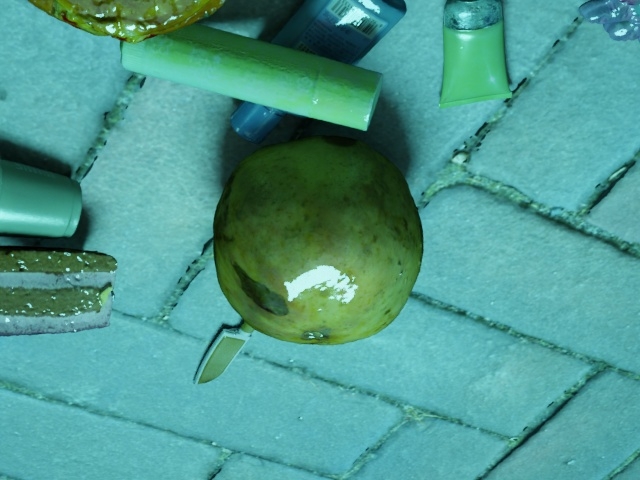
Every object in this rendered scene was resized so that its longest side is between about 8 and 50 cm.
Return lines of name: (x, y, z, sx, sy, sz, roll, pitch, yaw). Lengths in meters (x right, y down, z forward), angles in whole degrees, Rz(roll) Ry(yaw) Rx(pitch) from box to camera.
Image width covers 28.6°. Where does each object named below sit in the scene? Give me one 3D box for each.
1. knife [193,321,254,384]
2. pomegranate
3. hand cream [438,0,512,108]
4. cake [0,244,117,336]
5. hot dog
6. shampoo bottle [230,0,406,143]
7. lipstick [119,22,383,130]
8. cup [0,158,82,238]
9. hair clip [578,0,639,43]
knife: (-0.127, 0.141, 1.856, 0.046, 0.022, 0.256, 12, 135, -28)
pomegranate: (0.000, 0.000, 1.582, 0.281, 0.281, 0.281, -4, 134, -4)
hand cream: (0.187, -0.233, 1.531, 0.095, 0.046, 0.175, -10, 141, 0)
cake: (-0.369, 0.063, 1.576, 0.112, 0.116, 0.295, 2, -177, 36)
hot dog: (-0.217, -0.296, 1.349, 0.256, 0.150, 0.153, 3, 123, -11)
shampoo bottle: (-0.016, -0.216, 1.502, 0.104, 0.061, 0.258, 31, 122, -24)
lipstick: (-0.083, -0.197, 1.445, 0.304, 0.076, 0.076, 16, 132, 3)
cup: (-0.380, -0.052, 1.584, 0.141, 0.120, 0.120, 6, 134, -33)
hair clip: (0.357, -0.307, 1.452, 0.137, 0.090, 0.278, -20, 133, 23)
